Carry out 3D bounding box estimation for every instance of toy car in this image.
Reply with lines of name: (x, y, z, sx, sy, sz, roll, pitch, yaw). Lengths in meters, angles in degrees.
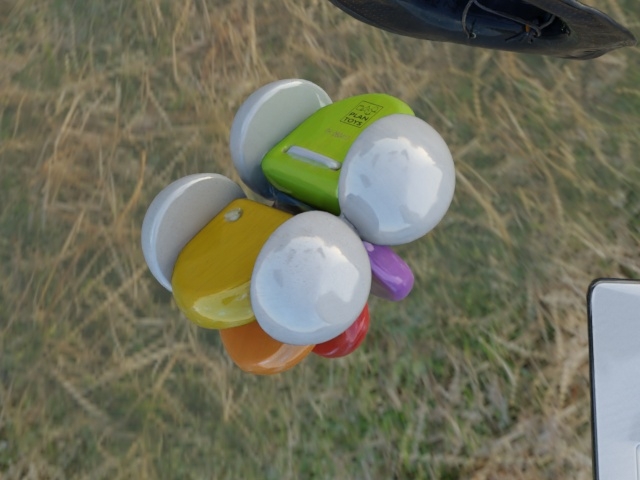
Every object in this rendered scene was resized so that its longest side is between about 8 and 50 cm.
toy car: (0.000, 0.000, 0.939, 0.182, 0.159, 0.136, -49, 129, -16)

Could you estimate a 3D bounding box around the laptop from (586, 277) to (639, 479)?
laptop: (0.348, 0.178, 0.788, 0.382, 0.236, 0.407, 3, 68, -2)

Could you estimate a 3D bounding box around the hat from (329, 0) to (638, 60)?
hat: (0.157, -0.276, 1.566, 0.331, 0.331, 0.133, 12, 88, -9)
